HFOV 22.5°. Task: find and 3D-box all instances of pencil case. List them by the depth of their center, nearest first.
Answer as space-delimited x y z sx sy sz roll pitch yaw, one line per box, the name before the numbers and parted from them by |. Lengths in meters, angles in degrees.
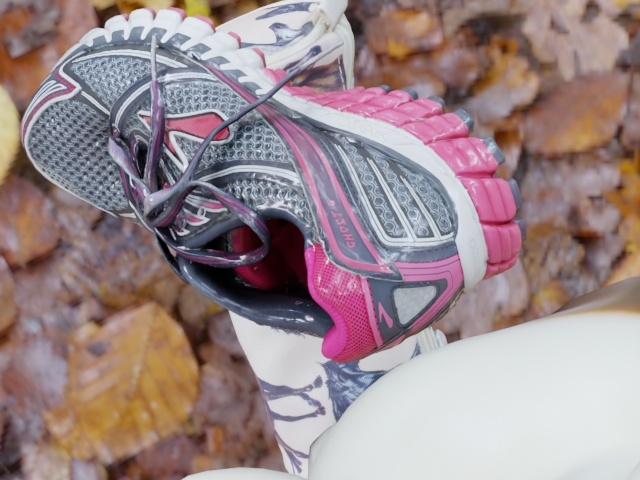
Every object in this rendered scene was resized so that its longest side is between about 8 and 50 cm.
pencil case | 0.000 0.000 1.350 0.183 0.410 0.160 -13 19 14

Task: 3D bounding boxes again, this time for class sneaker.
sneaker | -0.051 -0.031 0.768 0.299 0.121 0.112 16 44 43

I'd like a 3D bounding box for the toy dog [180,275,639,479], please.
toy dog | 0.117 0.154 0.378 0.395 0.285 0.408 0 30 -10
